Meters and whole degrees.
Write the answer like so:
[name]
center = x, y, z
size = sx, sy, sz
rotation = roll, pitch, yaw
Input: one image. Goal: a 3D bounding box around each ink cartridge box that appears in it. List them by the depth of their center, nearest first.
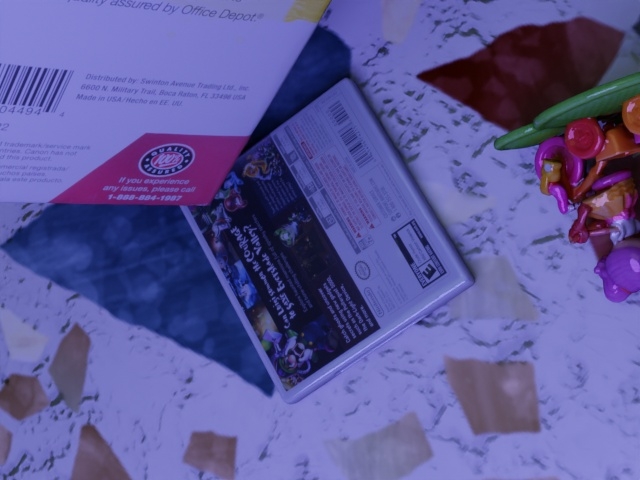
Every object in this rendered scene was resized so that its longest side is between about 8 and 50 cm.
[ink cartridge box]
center = -0.138, -0.206, 0.891
size = 0.384, 0.279, 0.160
rotation = -54, 48, 38

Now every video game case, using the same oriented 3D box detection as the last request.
[video game case]
center = 0.000, 0.000, 1.024
size = 0.173, 0.022, 0.190
rotation = -35, 71, 16

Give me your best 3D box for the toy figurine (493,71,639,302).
[toy figurine]
center = 0.210, -0.018, 0.892
size = 0.173, 0.130, 0.159
rotation = -21, 83, 43
